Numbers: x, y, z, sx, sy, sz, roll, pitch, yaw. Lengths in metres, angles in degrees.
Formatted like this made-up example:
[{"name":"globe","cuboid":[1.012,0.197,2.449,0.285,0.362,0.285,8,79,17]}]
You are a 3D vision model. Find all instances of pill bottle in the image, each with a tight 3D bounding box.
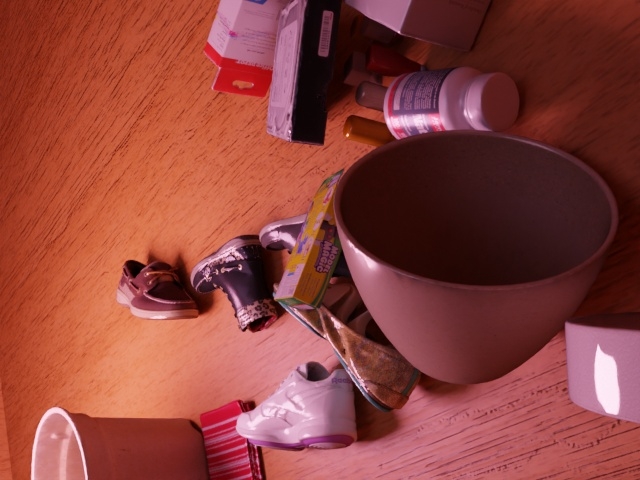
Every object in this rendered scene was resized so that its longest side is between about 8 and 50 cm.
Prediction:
[{"name":"pill bottle","cuboid":[0.187,-0.193,1.154,0.180,0.108,0.108,7,94,52]}]

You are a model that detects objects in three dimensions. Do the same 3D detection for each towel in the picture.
[{"name":"towel","cuboid":[-0.184,0.479,1.673,0.199,0.031,0.274,-28,67,49]}]

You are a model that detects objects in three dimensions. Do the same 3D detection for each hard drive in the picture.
[{"name":"hard drive","cuboid":[-0.036,-0.287,1.362,0.339,0.064,0.236,-130,47,-76]}]

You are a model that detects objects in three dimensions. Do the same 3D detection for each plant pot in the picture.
[{"name":"plant pot","cuboid":[-0.422,0.516,1.753,0.334,0.306,0.333,-3,86,53]}]

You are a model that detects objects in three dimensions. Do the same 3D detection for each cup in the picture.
[{"name":"cup","cuboid":[0.185,0.043,1.023,0.331,0.331,0.237,43,146,44]}]

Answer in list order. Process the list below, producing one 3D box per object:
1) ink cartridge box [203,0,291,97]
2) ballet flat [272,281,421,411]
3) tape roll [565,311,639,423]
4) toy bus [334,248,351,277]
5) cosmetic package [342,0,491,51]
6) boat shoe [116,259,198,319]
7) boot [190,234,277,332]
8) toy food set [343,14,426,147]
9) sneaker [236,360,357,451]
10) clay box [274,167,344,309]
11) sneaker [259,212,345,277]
[{"name":"ink cartridge box","cuboid":[-0.134,-0.400,1.551,0.078,0.134,0.231,50,125,40]},{"name":"ballet flat","cuboid":[0.048,0.140,1.335,0.348,0.123,0.123,43,121,45]},{"name":"tape roll","cuboid":[0.398,0.097,0.650,0.392,0.392,0.072,-3,87,52]},{"name":"toy bus","cuboid":[0.110,-0.026,1.248,0.191,0.104,0.202,-177,107,-77]},{"name":"cosmetic package","cuboid":[0.156,-0.395,1.165,0.151,0.151,0.183,45,122,44]},{"name":"boat shoe","cuboid":[-0.385,0.107,1.875,0.342,0.123,0.123,13,101,58]},{"name":"boot","cuboid":[-0.179,0.110,1.634,0.236,0.085,0.178,-37,63,45]},{"name":"toy food set","cuboid":[0.106,-0.268,1.299,0.111,0.105,0.232,132,146,-57]},{"name":"sneaker","cuboid":[-0.039,0.301,1.452,0.305,0.114,0.152,-18,61,46]},{"name":"clay box","cuboid":[0.000,0.000,1.293,0.222,0.053,0.127,-68,13,-12]},{"name":"sneaker","cuboid":[-0.033,0.019,1.450,0.222,0.083,0.118,-17,76,50]}]
